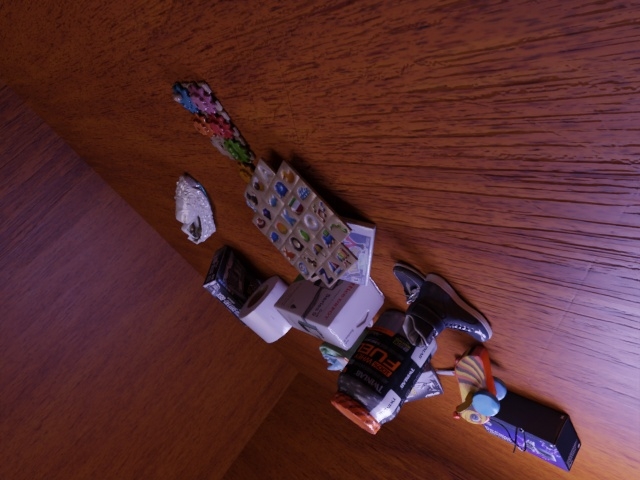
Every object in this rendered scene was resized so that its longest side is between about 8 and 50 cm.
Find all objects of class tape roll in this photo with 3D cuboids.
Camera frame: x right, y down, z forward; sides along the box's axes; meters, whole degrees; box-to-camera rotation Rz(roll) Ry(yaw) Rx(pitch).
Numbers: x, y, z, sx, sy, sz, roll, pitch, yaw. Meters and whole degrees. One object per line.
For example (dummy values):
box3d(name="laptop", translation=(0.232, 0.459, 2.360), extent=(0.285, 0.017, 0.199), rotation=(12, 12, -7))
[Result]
box3d(name="tape roll", translation=(-0.211, 0.295, 2.002), extent=(0.169, 0.246, 0.246), rotation=(45, 158, -13))

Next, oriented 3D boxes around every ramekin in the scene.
box3d(name="ramekin", translation=(0.159, 0.465, 1.875), extent=(0.304, 0.148, 0.303), rotation=(33, 159, 15))

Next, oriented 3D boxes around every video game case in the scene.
box3d(name="video game case", translation=(0.042, 0.020, 1.181), extent=(0.184, 0.023, 0.201), rotation=(15, 134, 15))

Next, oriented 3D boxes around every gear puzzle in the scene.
box3d(name="gear puzzle", translation=(-0.266, -0.264, 1.223), extent=(0.176, 0.044, 0.338), rotation=(18, 151, 43))

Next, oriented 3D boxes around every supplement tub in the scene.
box3d(name="supplement tub", translation=(0.193, 0.402, 1.427), extent=(0.207, 0.338, 0.207), rotation=(32, 158, 15))

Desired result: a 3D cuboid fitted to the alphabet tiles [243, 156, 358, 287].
box3d(name="alphabet tiles", translation=(-0.059, -0.040, 1.165), extent=(0.342, 0.011, 0.285), rotation=(47, 144, 6))

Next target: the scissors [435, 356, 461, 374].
box3d(name="scissors", translation=(0.457, 0.440, 1.513), extent=(0.109, 0.021, 0.297), rotation=(33, 157, 12))

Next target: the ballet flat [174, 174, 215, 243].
box3d(name="ballet flat", translation=(-0.502, -0.098, 1.833), extent=(0.147, 0.147, 0.408), rotation=(34, 158, 13))

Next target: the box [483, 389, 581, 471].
box3d(name="box", translation=(0.610, 0.551, 1.385), extent=(0.261, 0.103, 0.184), rotation=(12, 144, 50))

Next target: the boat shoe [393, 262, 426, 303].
box3d(name="boat shoe", translation=(0.252, 0.142, 1.177), extent=(0.206, 0.065, 0.075), rotation=(45, 159, -15))

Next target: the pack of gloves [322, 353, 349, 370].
box3d(name="pack of gloves", translation=(0.102, 0.524, 1.816), extent=(0.195, 0.046, 0.232), rotation=(44, 159, -12))

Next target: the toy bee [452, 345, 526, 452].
box3d(name="toy bee", translation=(0.428, 0.447, 1.283), extent=(0.162, 0.298, 0.195), rotation=(-21, 164, 38))

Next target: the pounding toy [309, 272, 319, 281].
box3d(name="pounding toy", translation=(-0.003, -0.009, 1.263), extent=(0.181, 0.094, 0.206), rotation=(45, 133, -15))

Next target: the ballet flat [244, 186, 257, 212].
box3d(name="ballet flat", translation=(-0.158, -0.090, 1.393), extent=(0.213, 0.072, 0.068), rotation=(54, -177, -45))

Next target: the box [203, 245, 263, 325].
box3d(name="box", translation=(-0.391, 0.211, 2.145), extent=(0.077, 0.242, 0.307), rotation=(-24, 123, 22))

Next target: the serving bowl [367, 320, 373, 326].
box3d(name="serving bowl", translation=(0.156, 0.275, 1.659), extent=(0.083, 0.027, 0.083), rotation=(33, 158, 15))

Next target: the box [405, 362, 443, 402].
box3d(name="box", translation=(0.311, 0.522, 1.683), extent=(0.231, 0.056, 0.183), rotation=(-19, 133, 14))

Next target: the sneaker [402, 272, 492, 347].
box3d(name="sneaker", translation=(0.300, 0.212, 1.112), extent=(0.226, 0.163, 0.086), rotation=(41, 157, -10))

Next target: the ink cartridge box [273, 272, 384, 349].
box3d(name="ink cartridge box", translation=(0.024, 0.194, 1.460), extent=(0.289, 0.211, 0.121), rotation=(9, 143, 51))
